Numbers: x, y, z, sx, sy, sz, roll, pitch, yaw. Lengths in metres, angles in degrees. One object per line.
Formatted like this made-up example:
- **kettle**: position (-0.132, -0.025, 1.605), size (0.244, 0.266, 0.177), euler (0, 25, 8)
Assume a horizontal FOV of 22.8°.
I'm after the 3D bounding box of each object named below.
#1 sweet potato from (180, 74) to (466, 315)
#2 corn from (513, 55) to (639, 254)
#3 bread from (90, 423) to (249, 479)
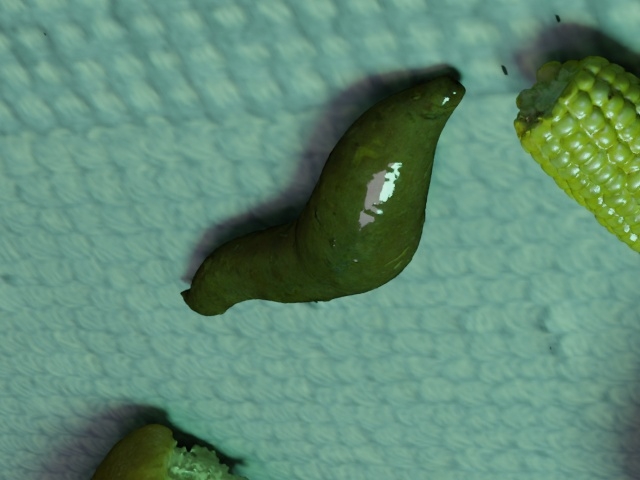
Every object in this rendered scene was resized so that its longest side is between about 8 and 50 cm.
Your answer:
- **sweet potato**: position (0.000, 0.002, 0.779), size (0.069, 0.059, 0.249), euler (48, 143, -3)
- **corn**: position (0.172, -0.007, 0.677), size (0.206, 0.067, 0.067), euler (35, 141, -15)
- **bread**: position (-0.124, 0.233, 1.037), size (0.121, 0.174, 0.245), euler (8, 148, -18)
